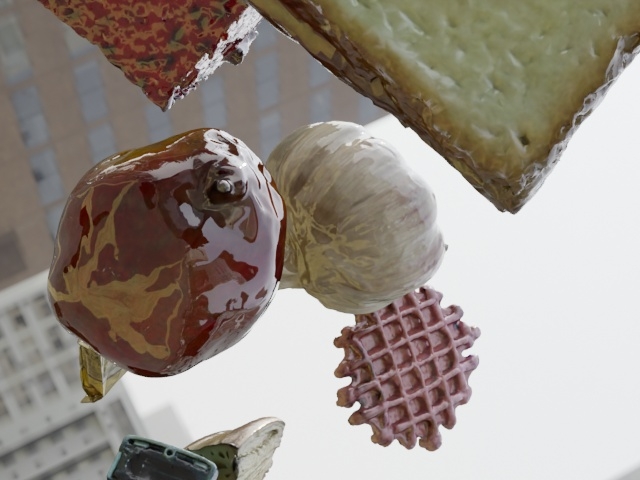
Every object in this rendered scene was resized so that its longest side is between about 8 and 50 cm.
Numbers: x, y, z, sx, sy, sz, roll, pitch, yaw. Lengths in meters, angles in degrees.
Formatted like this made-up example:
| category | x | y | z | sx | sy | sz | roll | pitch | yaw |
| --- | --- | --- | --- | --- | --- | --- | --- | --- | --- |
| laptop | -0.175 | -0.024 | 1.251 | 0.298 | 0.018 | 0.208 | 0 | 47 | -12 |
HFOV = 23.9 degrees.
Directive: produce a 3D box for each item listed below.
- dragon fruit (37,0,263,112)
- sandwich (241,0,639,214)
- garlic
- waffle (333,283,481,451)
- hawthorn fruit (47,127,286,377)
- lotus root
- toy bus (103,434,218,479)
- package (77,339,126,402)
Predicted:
| category | x | y | z | sx | sy | sz | roll | pitch | yaw |
| --- | --- | --- | --- | --- | --- | --- | --- | --- | --- |
| dragon fruit | -0.119 | -0.283 | 1.698 | 0.330 | 0.302 | 0.240 | -25 | -109 | 32 |
| sandwich | 0.119 | -0.218 | 0.915 | 0.262 | 0.325 | 0.131 | 40 | 4 | 4 |
| garlic | 0.000 | 0.000 | 1.513 | 0.218 | 0.212 | 0.218 | 45 | -23 | 25 |
| waffle | 0.118 | 0.170 | 2.048 | 0.221 | 0.234 | 0.055 | 31 | -20 | -23 |
| hawthorn fruit | -0.118 | 0.003 | 1.294 | 0.248 | 0.208 | 0.208 | -40 | -105 | 51 |
| lotus root | -0.117 | 0.272 | 1.862 | 0.095 | 0.135 | 0.159 | 32 | -62 | 17 |
| toy bus | -0.214 | 0.382 | 1.751 | 0.133 | 0.271 | 0.164 | 16 | -26 | 16 |
| package | -0.267 | 0.156 | 1.899 | 0.047 | 0.071 | 0.131 | 30 | -41 | 19 |
